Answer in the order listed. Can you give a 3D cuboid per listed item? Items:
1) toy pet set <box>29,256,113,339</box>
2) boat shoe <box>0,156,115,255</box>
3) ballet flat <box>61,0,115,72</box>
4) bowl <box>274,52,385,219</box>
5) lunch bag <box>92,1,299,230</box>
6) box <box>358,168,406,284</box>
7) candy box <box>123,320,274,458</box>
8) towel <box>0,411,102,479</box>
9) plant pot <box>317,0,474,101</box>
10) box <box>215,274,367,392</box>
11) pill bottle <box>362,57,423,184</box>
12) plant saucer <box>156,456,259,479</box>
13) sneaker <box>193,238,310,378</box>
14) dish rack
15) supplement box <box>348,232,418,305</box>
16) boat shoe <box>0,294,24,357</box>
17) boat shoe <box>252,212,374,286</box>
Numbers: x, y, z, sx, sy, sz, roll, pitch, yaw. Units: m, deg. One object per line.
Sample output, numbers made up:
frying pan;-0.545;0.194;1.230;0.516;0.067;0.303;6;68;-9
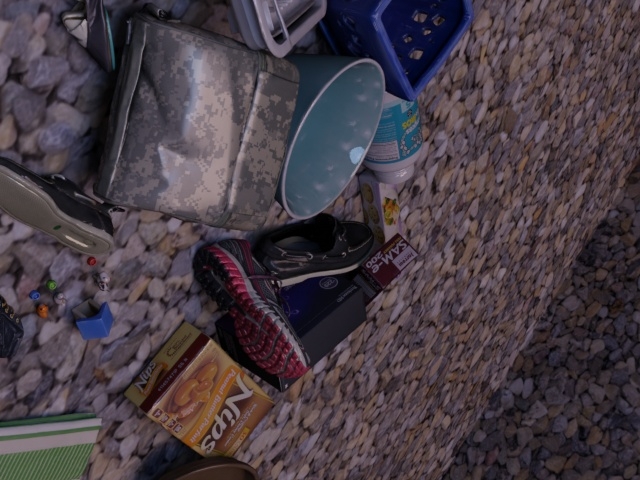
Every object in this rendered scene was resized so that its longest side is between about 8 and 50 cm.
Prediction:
toy pet set;-0.387;0.108;1.225;0.122;0.065;0.114;-36;136;-32
boat shoe;-0.401;-0.060;1.117;0.233;0.084;0.079;40;41;-46
ballet flat;-0.325;-0.331;1.042;0.074;0.074;0.203;-27;137;-39
bowl;-0.034;-0.209;1.355;0.311;0.163;0.311;-46;154;-31
lunch bag;-0.201;-0.180;1.154;0.256;0.213;0.305;5;105;-50
box;0.152;-0.033;1.806;0.063;0.067;0.324;-39;138;-29
candy box;-0.234;0.320;1.523;0.183;0.087;0.316;-50;142;-15
towel;-0.526;0.450;1.289;0.248;0.038;0.324;8;106;-51
plant pot;0.120;-0.434;1.397;0.236;0.212;0.236;-53;143;-13
box;-0.057;0.168;1.569;0.261;0.184;0.103;-37;137;-32
pill bottle;0.139;-0.247;1.591;0.146;0.146;0.264;-43;140;-26
plant saucer;-0.264;0.539;1.581;0.278;0.041;0.278;-19;140;-16
sneaker;-0.107;0.120;1.405;0.112;0.299;0.121;-25;167;-44
dish rack;-0.087;-0.442;1.132;0.333;0.072;0.285;-61;140;-56
supplement box;0.120;0.088;1.734;0.130;0.073;0.239;-41;173;-29
boat shoe;-0.483;0.100;1.109;0.083;0.065;0.183;-10;125;-50
boat shoe;-0.003;-0.002;1.583;0.340;0.127;0.113;-13;133;-36
